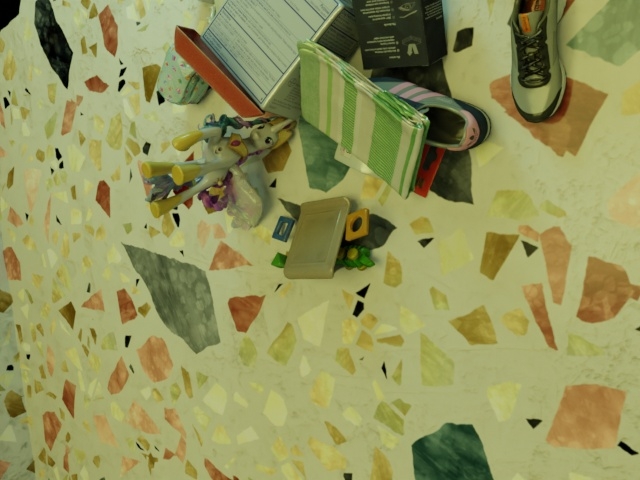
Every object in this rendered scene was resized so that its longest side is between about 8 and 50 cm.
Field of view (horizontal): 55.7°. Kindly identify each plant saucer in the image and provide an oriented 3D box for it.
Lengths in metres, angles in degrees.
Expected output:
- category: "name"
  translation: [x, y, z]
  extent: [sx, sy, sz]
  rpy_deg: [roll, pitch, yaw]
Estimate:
- category: "plant saucer"
  translation: [-0.232, -0.384, 1.411]
  extent: [0.048, 0.259, 0.258]
  rpy_deg: [-43, 104, 9]

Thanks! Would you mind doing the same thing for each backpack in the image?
- category: "backpack"
  translation: [-0.362, -0.457, 1.645]
  extent: [0.152, 0.115, 0.182]
  rpy_deg: [47, 125, 20]

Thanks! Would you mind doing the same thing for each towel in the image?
- category: "towel"
  translation: [0.075, -0.245, 1.237]
  extent: [0.325, 0.038, 0.247]
  rpy_deg: [40, 158, 21]

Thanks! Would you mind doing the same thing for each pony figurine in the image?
- category: "pony figurine"
  translation: [-0.256, -0.179, 1.503]
  extent: [0.302, 0.364, 0.351]
  rpy_deg: [59, 142, 6]

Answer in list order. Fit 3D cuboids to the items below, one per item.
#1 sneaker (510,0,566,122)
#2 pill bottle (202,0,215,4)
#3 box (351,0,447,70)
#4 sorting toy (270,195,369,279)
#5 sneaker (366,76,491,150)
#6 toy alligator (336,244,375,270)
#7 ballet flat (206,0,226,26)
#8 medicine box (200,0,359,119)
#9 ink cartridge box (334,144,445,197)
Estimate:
- category: "sneaker"
  translation: [0.381, -0.349, 1.090]
  extent: [0.100, 0.108, 0.271]
  rpy_deg: [4, 101, 36]
- category: "pill bottle"
  translation: [-0.288, -0.764, 1.502]
  extent: [0.169, 0.169, 0.301]
  rpy_deg: [35, 117, 28]
- category: "box"
  translation: [0.161, -0.437, 1.226]
  extent: [0.156, 0.093, 0.158]
  rpy_deg: [9, 122, 37]
- category: "sorting toy"
  translation: [0.000, 0.000, 1.443]
  extent: [0.348, 0.047, 0.195]
  rpy_deg: [-5, 67, 50]
- category: "sneaker"
  translation: [0.175, -0.258, 1.210]
  extent: [0.319, 0.131, 0.112]
  rpy_deg: [17, 112, 21]
- category: "toy alligator"
  translation: [0.058, 0.034, 1.442]
  extent: [0.190, 0.056, 0.051]
  rpy_deg: [2, 55, 43]
- category: "ballet flat"
  translation: [-0.172, -0.673, 1.451]
  extent: [0.147, 0.147, 0.408]
  rpy_deg: [34, 116, 29]
- category: "medicine box"
  translation: [-0.081, -0.473, 1.374]
  extent: [0.289, 0.149, 0.263]
  rpy_deg: [-47, 69, 21]
- category: "ink cartridge box"
  translation: [0.154, -0.222, 1.320]
  extent: [0.232, 0.066, 0.189]
  rpy_deg: [34, 116, 34]
